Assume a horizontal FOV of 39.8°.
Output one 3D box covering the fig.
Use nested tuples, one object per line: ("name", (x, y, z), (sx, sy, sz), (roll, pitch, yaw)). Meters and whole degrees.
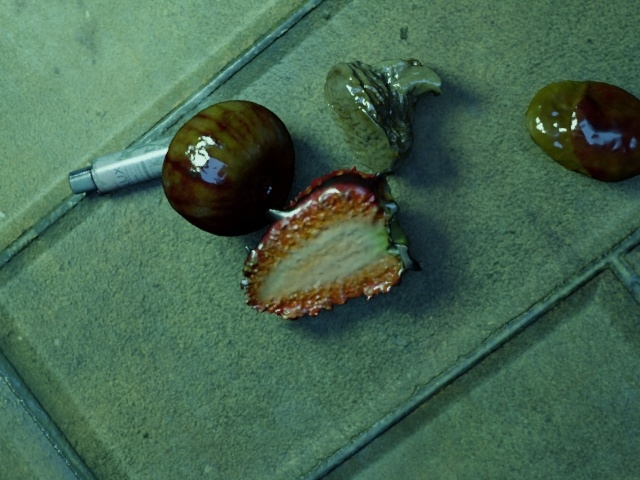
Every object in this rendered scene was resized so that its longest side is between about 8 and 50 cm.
("fig", (-0.155, -0.119, 1.477), (0.214, 0.235, 0.235), (3, 93, 20))

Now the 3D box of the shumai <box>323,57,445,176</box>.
("shumai", (0.117, -0.226, 1.487), (0.175, 0.166, 0.206), (-29, 89, -15))

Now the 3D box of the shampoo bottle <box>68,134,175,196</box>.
("shampoo bottle", (-0.342, -0.129, 1.577), (0.213, 0.072, 0.072), (-15, 90, 8))

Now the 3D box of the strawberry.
("strawberry", (0.000, 0.000, 1.501), (0.306, 0.138, 0.234), (-19, 115, 13))

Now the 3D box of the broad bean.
("broad bean", (0.451, -0.181, 1.446), (0.228, 0.122, 0.156), (26, 97, 2))
